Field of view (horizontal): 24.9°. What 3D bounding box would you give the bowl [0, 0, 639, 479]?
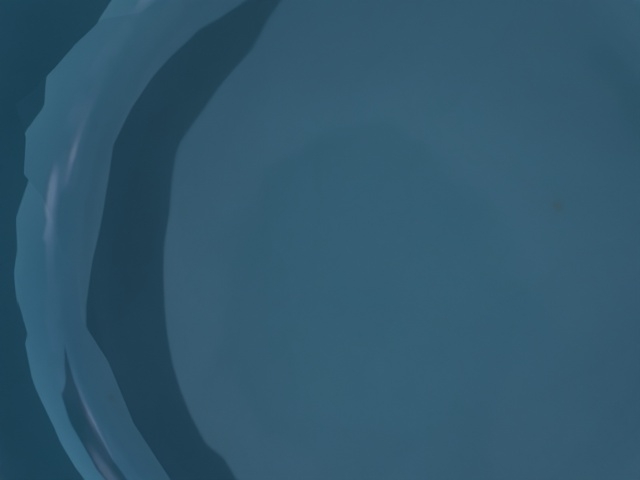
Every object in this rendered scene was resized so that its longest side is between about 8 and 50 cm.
[{"bbox_3d":[0.000,0.000,0.292,0.311,0.163,0.312,-1,85,17],"label":"bowl"}]
